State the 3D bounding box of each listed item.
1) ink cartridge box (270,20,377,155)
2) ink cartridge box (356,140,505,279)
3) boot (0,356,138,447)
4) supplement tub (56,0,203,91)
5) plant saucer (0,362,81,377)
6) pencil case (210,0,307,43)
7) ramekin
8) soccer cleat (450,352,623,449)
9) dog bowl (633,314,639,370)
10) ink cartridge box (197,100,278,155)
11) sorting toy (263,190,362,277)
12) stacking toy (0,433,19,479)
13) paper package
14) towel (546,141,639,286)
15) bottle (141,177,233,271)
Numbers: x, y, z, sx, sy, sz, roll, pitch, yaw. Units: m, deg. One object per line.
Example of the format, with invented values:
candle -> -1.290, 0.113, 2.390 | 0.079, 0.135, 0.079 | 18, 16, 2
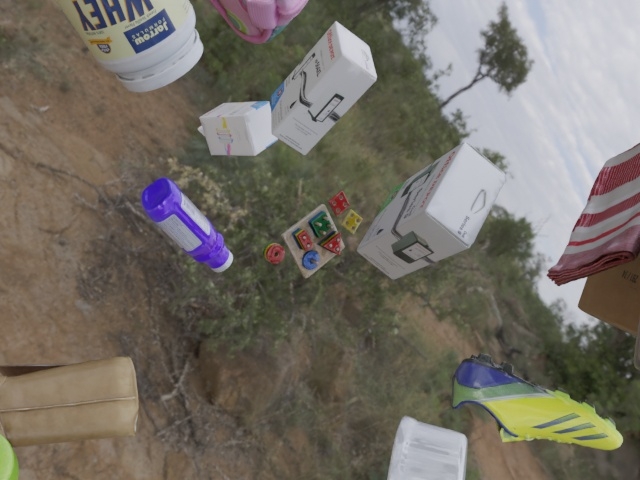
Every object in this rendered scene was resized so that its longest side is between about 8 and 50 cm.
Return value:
ink cartridge box -> 0.000, -0.285, 1.107 | 0.086, 0.203, 0.148 | 30, 33, -28
ink cartridge box -> 0.232, -0.057, 1.279 | 0.121, 0.289, 0.211 | 38, 62, -10
boot -> -0.407, 0.294, 0.880 | 0.269, 0.089, 0.236 | 3, 64, -35
supplement tub -> -0.400, -0.493, 1.199 | 0.235, 0.235, 0.325 | -104, 171, -45
plant saucer -> -0.475, 0.240, 1.069 | 0.198, 0.198, 0.036 | 24, 62, -65
pencil case -> 0.023, -0.280, 0.461 | 0.124, 0.284, 0.124 | 44, -15, 14
ramekin -> 0.215, 0.504, 1.184 | 0.277, 0.135, 0.277 | 6, 90, -73
soccer cleat -> 0.354, 0.294, 0.993 | 0.289, 0.121, 0.093 | 24, -15, 5
dog bowl -> 0.539, 0.048, 0.865 | 0.349, 0.102, 0.349 | -25, 119, -55
ink cartridge box -> -0.182, -0.241, 1.275 | 0.092, 0.143, 0.090 | -45, 131, -44
sorting toy -> 0.000, 0.000, 1.415 | 0.046, 0.274, 0.132 | 19, -38, 54
stacking toy -> -0.485, 0.245, 0.590 | 0.309, 0.130, 0.279 | 20, 35, 10
paper package -> 0.722, 0.058, 1.227 | 0.168, 0.309, 0.325 | 18, 3, -1
towel -> 0.560, -0.074, 1.107 | 0.037, 0.329, 0.237 | 34, -19, -1
bottle -> -0.313, -0.026, 1.429 | 0.283, 0.092, 0.118 | 54, 2, -45
